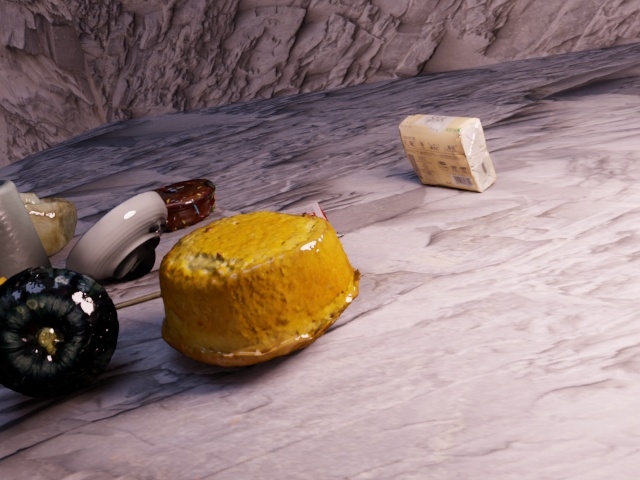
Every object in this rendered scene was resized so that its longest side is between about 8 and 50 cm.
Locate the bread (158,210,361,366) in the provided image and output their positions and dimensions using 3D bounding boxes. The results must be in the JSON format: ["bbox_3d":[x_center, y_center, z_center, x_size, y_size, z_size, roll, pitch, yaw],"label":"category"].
[{"bbox_3d":[-0.118,0.071,1.299,0.358,0.204,0.336,5,23,45],"label":"bread"}]

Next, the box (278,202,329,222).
[{"bbox_3d":[-0.093,-0.028,1.751,0.229,0.050,0.123,-15,22,-3],"label":"box"}]

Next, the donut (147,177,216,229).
[{"bbox_3d":[-0.395,-0.100,2.078,0.216,0.096,0.230,-20,21,-22],"label":"donut"}]

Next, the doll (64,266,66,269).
[{"bbox_3d":[-0.591,0.042,1.894,0.098,0.058,0.143,-24,8,43],"label":"doll"}]

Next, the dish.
[{"bbox_3d":[-0.445,0.024,1.734,0.273,0.134,0.273,-43,-4,-4],"label":"dish"}]

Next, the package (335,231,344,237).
[{"bbox_3d":[0.000,0.000,1.665,0.110,0.015,0.037,-20,16,-20],"label":"package"}]

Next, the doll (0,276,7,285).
[{"bbox_3d":[-0.769,0.183,1.503,0.269,0.167,0.162,-10,22,3],"label":"doll"}]

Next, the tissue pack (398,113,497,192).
[{"bbox_3d":[0.304,-0.213,1.780,0.090,0.186,0.222,-38,29,-22],"label":"tissue pack"}]

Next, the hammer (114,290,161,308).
[{"bbox_3d":[-0.359,0.117,1.598,0.182,0.017,0.062,-16,20,-1],"label":"hammer"}]

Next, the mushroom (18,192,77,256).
[{"bbox_3d":[-0.779,-0.035,2.052,0.164,0.190,0.267,3,-2,6],"label":"mushroom"}]

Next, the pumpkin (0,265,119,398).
[{"bbox_3d":[-0.465,0.158,1.270,0.233,0.233,0.163,-20,11,-15],"label":"pumpkin"}]

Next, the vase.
[{"bbox_3d":[-0.761,0.022,1.731,0.245,0.291,0.245,-13,22,5],"label":"vase"}]
